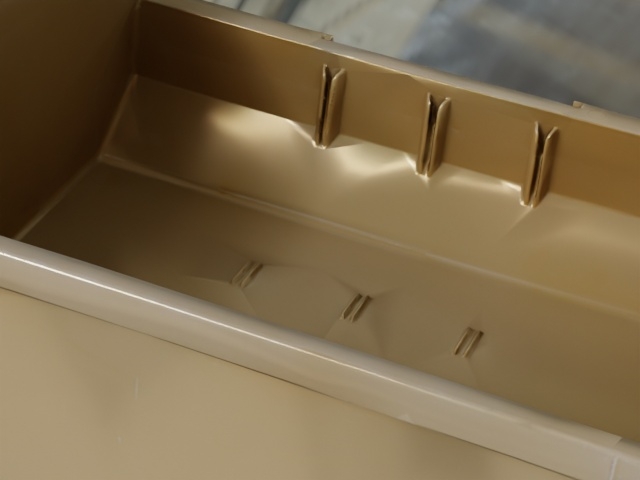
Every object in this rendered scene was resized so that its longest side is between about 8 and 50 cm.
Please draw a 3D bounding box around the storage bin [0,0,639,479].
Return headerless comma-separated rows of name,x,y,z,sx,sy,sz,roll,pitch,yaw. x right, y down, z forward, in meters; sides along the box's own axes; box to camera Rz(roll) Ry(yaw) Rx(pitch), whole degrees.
storage bin,0.000,0.000,0.596,0.262,0.123,0.260,16,-145,15
